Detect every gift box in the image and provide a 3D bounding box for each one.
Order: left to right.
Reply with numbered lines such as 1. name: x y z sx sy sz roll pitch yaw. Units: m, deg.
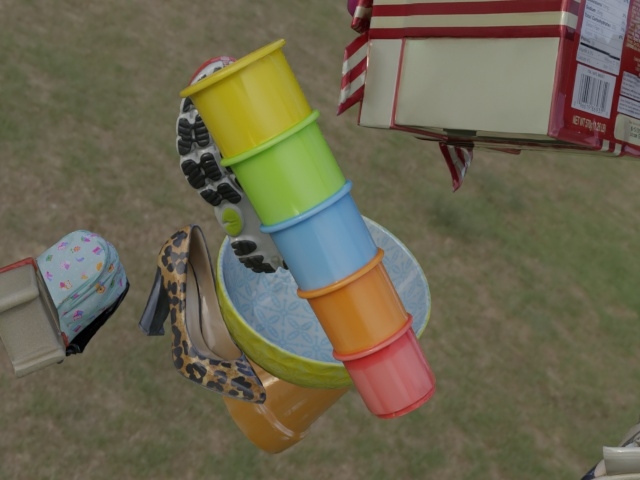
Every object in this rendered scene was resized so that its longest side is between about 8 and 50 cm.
1. gift box: 0.180 -0.184 1.087 0.258 0.276 0.255 12 0 44

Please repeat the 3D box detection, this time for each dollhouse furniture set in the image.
1. dollhouse furniture set: -0.384 0.112 1.082 0.259 0.262 0.135 -22 18 -11

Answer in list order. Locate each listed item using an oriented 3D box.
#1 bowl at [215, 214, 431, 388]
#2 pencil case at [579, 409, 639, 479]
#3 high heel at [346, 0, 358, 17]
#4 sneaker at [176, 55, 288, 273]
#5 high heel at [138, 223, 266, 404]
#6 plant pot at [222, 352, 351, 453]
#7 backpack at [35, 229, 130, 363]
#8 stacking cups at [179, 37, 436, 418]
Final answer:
1. bowl: -0.010 0.102 1.510 0.289 0.156 0.289 10 44 -10
2. pencil case: 0.357 0.189 1.037 0.160 0.183 0.410 7 22 27
3. high heel: 0.139 -0.316 1.208 0.117 0.244 0.082 46 1 31
4. sneaker: -0.087 -0.085 1.160 0.107 0.279 0.118 -15 46 -1
5. high heel: -0.150 0.104 1.586 0.261 0.186 0.093 33 21 30
6. plant pot: -0.046 0.241 1.953 0.205 0.188 0.205 49 21 -25
7. backpack: -0.380 0.075 1.687 0.182 0.115 0.152 -40 64 -16
8. stacking cups: 0.000 0.000 0.895 0.316 0.096 0.096 63 28 -9
